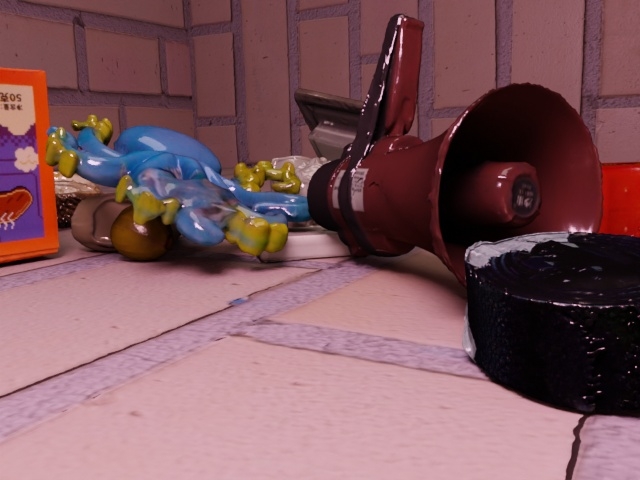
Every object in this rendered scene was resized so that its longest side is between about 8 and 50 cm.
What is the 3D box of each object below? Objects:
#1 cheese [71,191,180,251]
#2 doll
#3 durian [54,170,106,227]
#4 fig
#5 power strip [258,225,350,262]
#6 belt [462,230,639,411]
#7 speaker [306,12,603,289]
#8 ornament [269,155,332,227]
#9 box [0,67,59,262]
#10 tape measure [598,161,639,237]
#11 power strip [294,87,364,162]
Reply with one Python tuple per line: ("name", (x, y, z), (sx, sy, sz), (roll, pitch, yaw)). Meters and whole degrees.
("cheese", (-0.298, -0.039, 0.998), (0.163, 0.082, 0.286), (-3, 7, -15))
("doll", (-0.178, -0.069, 0.818), (0.345, 0.099, 0.341), (10, 24, -23))
("durian", (-0.477, -0.068, 1.163), (0.188, 0.092, 0.148), (-1, 21, -17))
("fig", (-0.226, -0.007, 0.815), (0.087, 0.074, 0.074), (21, 19, 27))
("power strip", (0.000, 0.000, 0.840), (0.192, 0.035, 0.081), (-4, 10, -15))
("belt", (0.171, 0.044, 0.428), (0.151, 0.078, 0.198), (-5, 12, 5))
("speaker", (0.089, -0.090, 0.645), (0.198, 0.259, 0.329), (-25, 22, -25))
("ornament", (-0.030, -0.091, 1.117), (0.130, 0.121, 0.285), (4, 8, -21))
("box", (-0.577, -0.089, 0.802), (0.318, 0.257, 0.348), (8, 13, 39))
("tape measure", (0.402, -0.048, 0.840), (0.253, 0.114, 0.260), (-2, 6, -4))
("power strip", (0.064, -0.145, 1.151), (0.092, 0.257, 0.251), (-42, 39, -13))
